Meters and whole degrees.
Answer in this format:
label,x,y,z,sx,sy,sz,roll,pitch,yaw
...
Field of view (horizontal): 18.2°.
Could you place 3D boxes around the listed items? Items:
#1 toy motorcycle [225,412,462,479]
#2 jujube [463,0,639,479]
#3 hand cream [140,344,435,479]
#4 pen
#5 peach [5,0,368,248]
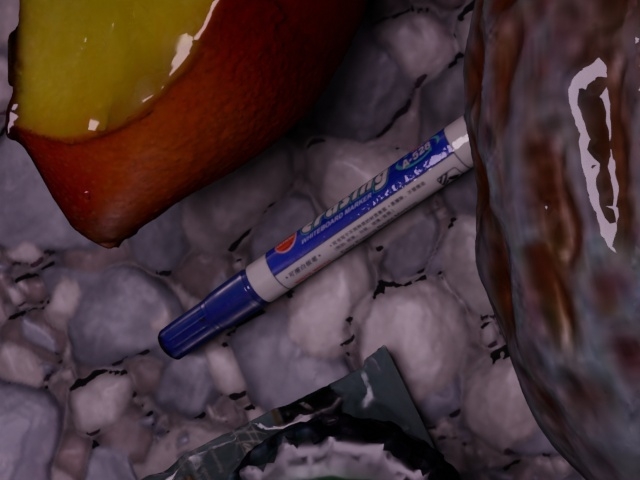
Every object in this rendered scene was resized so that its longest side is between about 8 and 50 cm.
label,x,y,z,sx,sy,sz,roll,pitch,yaw
toy motorcycle,-0.062,0.269,0.925,0.410,0.169,0.237,-39,78,20
jujube,0.171,-0.035,0.806,0.215,0.246,0.308,-3,73,36
hand cream,-0.063,0.134,0.992,0.248,0.052,0.075,-24,104,4
pen,0.000,0.000,0.999,0.204,0.025,0.025,-34,73,19
peach,-0.052,-0.130,0.959,0.154,0.159,0.267,-3,82,35
